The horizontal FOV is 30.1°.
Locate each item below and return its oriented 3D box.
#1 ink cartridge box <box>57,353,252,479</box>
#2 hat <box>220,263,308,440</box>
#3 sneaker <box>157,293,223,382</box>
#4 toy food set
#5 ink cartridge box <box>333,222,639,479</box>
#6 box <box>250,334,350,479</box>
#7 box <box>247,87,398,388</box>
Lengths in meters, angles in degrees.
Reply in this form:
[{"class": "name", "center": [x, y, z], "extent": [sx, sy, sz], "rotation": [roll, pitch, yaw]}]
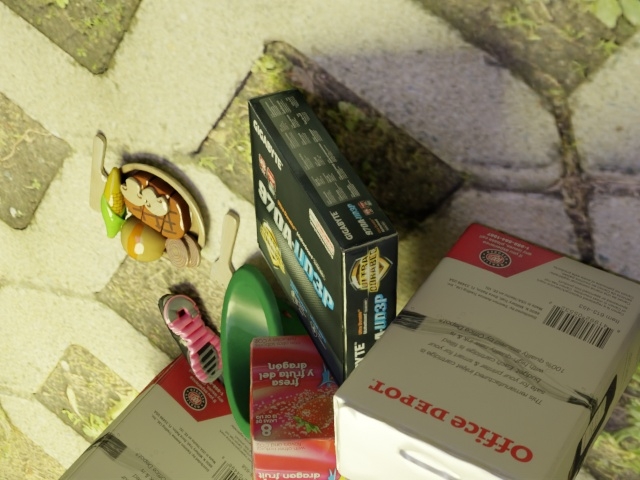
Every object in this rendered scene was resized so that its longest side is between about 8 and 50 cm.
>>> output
[{"class": "ink cartridge box", "center": [-0.186, 0.296, 1.366], "extent": [0.197, 0.273, 0.114], "rotation": [46, 140, -4]}, {"class": "hat", "center": [0.009, 0.124, 1.248], "extent": [0.173, 0.183, 0.209], "rotation": [167, 100, -66]}, {"class": "sneaker", "center": [-0.149, 0.107, 1.354], "extent": [0.057, 0.047, 0.119], "rotation": [17, 136, 55]}, {"class": "toy food set", "center": [-0.176, -0.021, 1.254], "extent": [0.192, 0.038, 0.132], "rotation": [29, 139, 15]}, {"class": "ink cartridge box", "center": [0.141, 0.114, 0.958], "extent": [0.172, 0.237, 0.100], "rotation": [22, 137, 23]}, {"class": "box", "center": [0.066, 0.167, 1.072], "extent": [0.256, 0.123, 0.128], "rotation": [-1, 133, -2]}, {"class": "box", "center": [0.000, 0.000, 1.030], "extent": [0.220, 0.051, 0.175], "rotation": [-122, 22, -43]}]
